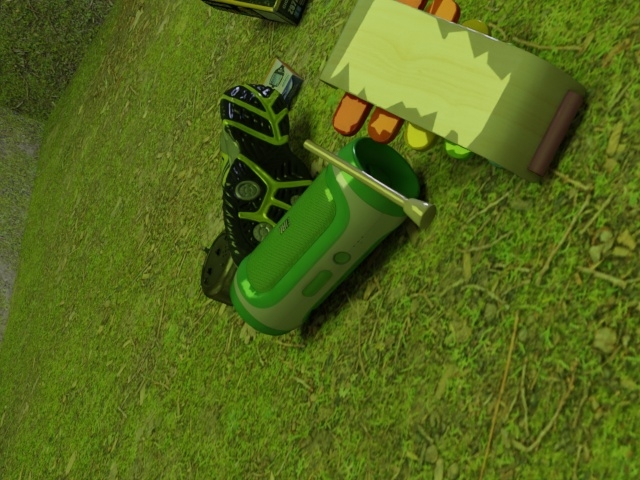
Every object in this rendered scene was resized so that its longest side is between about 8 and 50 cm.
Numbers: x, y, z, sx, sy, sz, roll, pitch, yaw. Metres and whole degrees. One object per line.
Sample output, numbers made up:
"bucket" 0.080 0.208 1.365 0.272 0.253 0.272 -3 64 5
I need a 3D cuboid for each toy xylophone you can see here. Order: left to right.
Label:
"toy xylophone" 0.112 -0.156 1.041 0.323 0.081 0.236 41 103 32

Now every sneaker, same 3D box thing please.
"sneaker" -0.090 -0.080 1.504 0.147 0.145 0.384 96 172 -50

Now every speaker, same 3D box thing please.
"speaker" 0.000 0.000 1.240 0.296 0.131 0.131 -48 32 34

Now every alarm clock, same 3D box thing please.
"alarm clock" -0.144 0.045 1.549 0.192 0.064 0.129 28 94 61

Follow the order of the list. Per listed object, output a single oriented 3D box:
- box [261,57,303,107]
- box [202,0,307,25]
"box" -0.074 -0.279 1.712 0.081 0.028 0.136 -60 30 14
"box" -0.091 -0.600 1.849 0.257 0.079 0.322 24 90 44
